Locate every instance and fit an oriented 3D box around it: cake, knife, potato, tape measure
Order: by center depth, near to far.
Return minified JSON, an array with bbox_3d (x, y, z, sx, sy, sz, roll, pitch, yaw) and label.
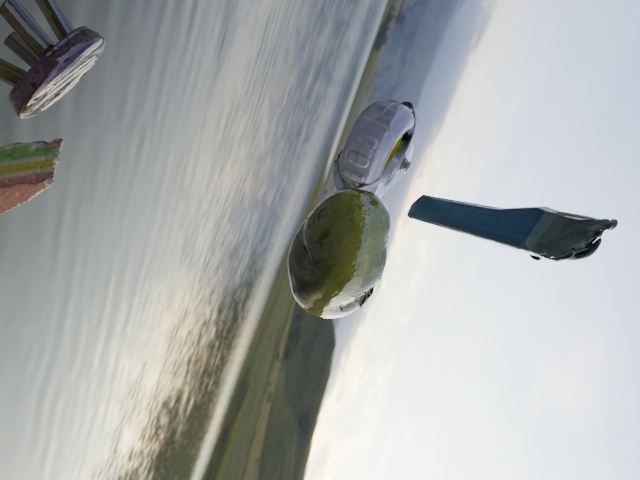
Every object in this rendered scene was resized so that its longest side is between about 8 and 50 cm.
[{"bbox_3d":[0.150,-0.019,0.541,0.044,0.026,0.296,-57,-162,-1],"label":"knife"},{"bbox_3d":[-0.450,-0.068,0.812,0.109,0.225,0.090,-99,179,-50],"label":"cake"},{"bbox_3d":[0.032,0.025,0.948,0.169,0.143,0.248,57,-39,28],"label":"potato"},{"bbox_3d":[0.111,-0.175,1.150,0.236,0.120,0.197,-45,157,-44],"label":"tape measure"}]

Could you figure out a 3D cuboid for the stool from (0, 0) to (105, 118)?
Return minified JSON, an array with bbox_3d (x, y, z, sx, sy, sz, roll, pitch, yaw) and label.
[{"bbox_3d":[-0.648,-0.430,1.373,0.272,0.178,0.272,-39,-162,15],"label":"stool"}]
